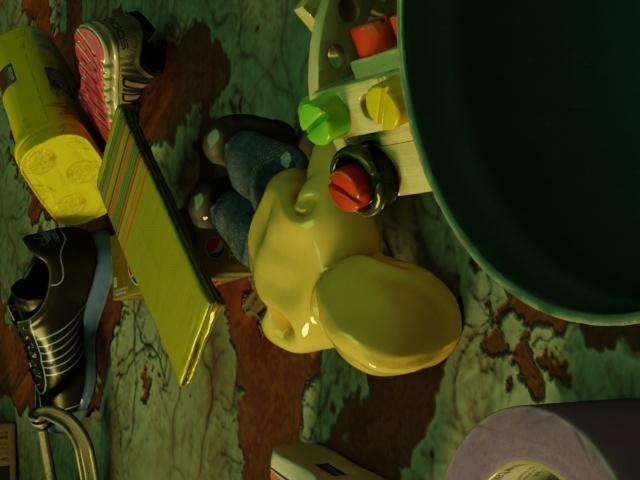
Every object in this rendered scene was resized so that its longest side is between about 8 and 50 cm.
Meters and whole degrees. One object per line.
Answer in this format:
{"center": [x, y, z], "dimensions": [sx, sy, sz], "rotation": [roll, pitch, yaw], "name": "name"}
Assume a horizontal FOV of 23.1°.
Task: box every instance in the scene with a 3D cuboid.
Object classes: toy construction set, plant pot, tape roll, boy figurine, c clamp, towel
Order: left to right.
{"center": [-0.265, 0.230, 1.577], "dimensions": [0.137, 0.022, 0.160], "rotation": [26, 128, 40], "name": "c clamp"}
{"center": [-0.136, 0.000, 1.296], "dimensions": [0.237, 0.021, 0.102], "rotation": [62, 145, 37], "name": "towel"}
{"center": [0.000, 0.000, 1.110], "dimensions": [0.285, 0.092, 0.177], "rotation": [41, 124, 51], "name": "boy figurine"}
{"center": [0.059, -0.135, 0.951], "dimensions": [0.328, 0.151, 0.215], "rotation": [4, 118, 67], "name": "toy construction set"}
{"center": [0.148, 0.183, 0.871], "dimensions": [0.189, 0.080, 0.189], "rotation": [2, 92, 60], "name": "tape roll"}
{"center": [0.193, -0.112, 0.680], "dimensions": [0.293, 0.196, 0.293], "rotation": [0, 90, 59], "name": "plant pot"}

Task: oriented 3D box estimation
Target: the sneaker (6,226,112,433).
{"center": [-0.272, 0.091, 1.568], "dimensions": [0.081, 0.090, 0.232], "rotation": [40, 124, 51], "name": "sneaker"}

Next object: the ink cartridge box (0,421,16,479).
{"center": [-0.484, 0.261, 1.825], "dimensions": [0.235, 0.193, 0.088], "rotation": [-15, 77, 59], "name": "ink cartridge box"}

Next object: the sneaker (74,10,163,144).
{"center": [-0.181, -0.149, 1.451], "dimensions": [0.063, 0.075, 0.170], "rotation": [48, 155, 26], "name": "sneaker"}

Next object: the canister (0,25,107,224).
{"center": [-0.264, -0.116, 1.537], "dimensions": [0.126, 0.073, 0.170], "rotation": [64, -179, -51], "name": "canister"}

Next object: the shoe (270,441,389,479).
{"center": [0.012, 0.207, 1.122], "dimensions": [0.178, 0.063, 0.081], "rotation": [-159, 71, -63], "name": "shoe"}

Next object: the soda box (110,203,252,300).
{"center": [-0.119, 0.011, 1.341], "dimensions": [0.181, 0.058, 0.061], "rotation": [-17, 75, 58], "name": "soda box"}
